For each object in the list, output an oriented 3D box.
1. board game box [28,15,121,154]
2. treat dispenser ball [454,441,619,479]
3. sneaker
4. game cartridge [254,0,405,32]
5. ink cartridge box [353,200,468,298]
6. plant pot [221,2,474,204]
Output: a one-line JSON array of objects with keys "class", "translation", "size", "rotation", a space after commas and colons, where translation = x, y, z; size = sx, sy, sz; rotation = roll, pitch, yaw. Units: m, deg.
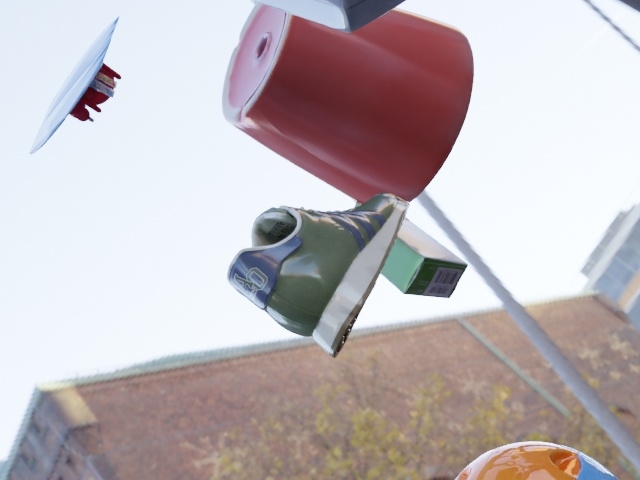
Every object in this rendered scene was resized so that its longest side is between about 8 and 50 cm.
[{"class": "board game box", "translation": [-0.237, -0.148, 0.980], "size": [0.033, 0.168, 0.133], "rotation": [34, -60, -24]}, {"class": "treat dispenser ball", "translation": [0.300, 0.422, 1.327], "size": [0.288, 0.288, 0.288], "rotation": [-31, -35, -25]}, {"class": "sneaker", "translation": [0.000, 0.000, 0.618], "size": [0.064, 0.086, 0.192], "rotation": [-65, -3, 25]}, {"class": "game cartridge", "translation": [0.047, -0.275, 0.715], "size": [0.294, 0.196, 0.060], "rotation": [-50, -28, -25]}, {"class": "ink cartridge box", "translation": [0.102, 0.001, 1.404], "size": [0.109, 0.209, 0.062], "rotation": [9, -65, -47]}, {"class": "plant pot", "translation": [0.022, -0.199, 1.241], "size": [0.243, 0.275, 0.275], "rotation": [20, -68, -24]}]
